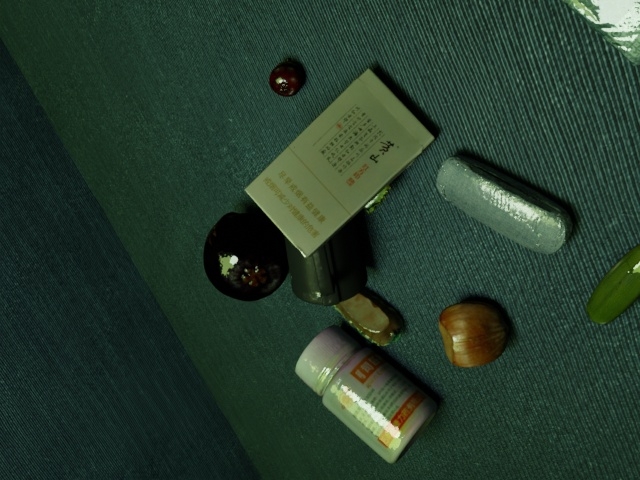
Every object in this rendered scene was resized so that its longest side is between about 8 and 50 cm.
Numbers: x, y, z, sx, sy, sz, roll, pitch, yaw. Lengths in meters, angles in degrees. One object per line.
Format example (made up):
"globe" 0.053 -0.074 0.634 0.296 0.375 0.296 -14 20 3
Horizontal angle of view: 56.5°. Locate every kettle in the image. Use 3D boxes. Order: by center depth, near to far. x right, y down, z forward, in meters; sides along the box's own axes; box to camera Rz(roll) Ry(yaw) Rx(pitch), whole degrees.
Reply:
"kettle" -0.012 -0.003 1.478 0.203 0.262 0.308 9 125 28

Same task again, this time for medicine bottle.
"medicine bottle" 0.128 0.438 1.734 0.388 0.219 0.219 37 143 24

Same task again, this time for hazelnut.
"hazelnut" 0.346 0.212 1.350 0.150 0.150 0.150 31 140 30

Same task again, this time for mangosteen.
"mangosteen" -0.079 -0.376 1.392 0.081 0.081 0.081 31 140 30
"mangosteen" -0.229 0.034 1.806 0.302 0.275 0.275 -117 13 -57

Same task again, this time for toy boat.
"toy boat" 0.099 0.180 1.650 0.293 0.108 0.099 36 175 33

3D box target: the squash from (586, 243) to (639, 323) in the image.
"squash" 0.541 0.069 1.049 0.066 0.066 0.252 39 142 21

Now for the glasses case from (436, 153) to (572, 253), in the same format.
"glasses case" 0.348 -0.071 1.153 0.282 0.067 0.109 33 144 25

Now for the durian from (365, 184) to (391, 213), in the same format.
"durian" 0.091 -0.181 1.345 0.137 0.095 0.221 -40 85 20

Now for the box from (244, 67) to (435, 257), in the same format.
"box" 0.037 -0.158 1.248 0.204 0.365 0.051 48 -170 8

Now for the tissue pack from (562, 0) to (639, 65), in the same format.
"tissue pack" 0.440 -0.377 0.757 0.185 0.081 0.257 45 146 6
